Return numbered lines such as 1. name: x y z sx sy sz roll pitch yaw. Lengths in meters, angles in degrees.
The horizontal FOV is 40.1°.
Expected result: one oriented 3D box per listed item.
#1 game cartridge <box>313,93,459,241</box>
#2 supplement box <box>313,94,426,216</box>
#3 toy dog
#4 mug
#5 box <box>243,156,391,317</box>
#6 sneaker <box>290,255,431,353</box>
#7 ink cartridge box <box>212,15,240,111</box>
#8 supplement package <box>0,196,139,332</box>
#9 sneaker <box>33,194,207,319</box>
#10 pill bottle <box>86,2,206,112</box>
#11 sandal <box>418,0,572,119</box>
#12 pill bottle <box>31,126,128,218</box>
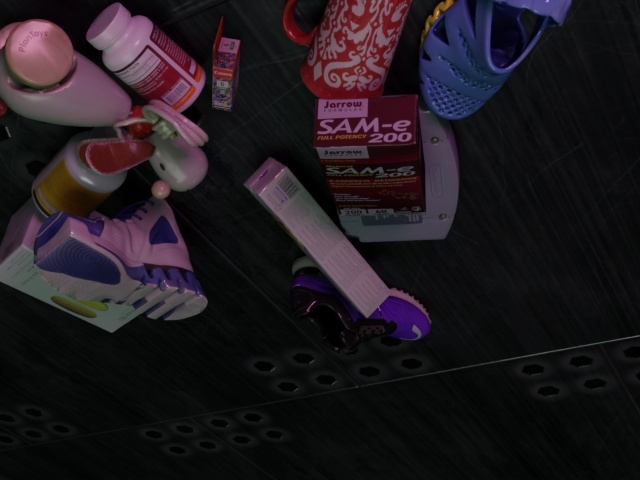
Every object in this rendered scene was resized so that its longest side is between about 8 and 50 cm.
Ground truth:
1. game cartridge: 0.111 -0.104 1.327 0.196 0.060 0.294 1 143 13
2. supplement box: 0.073 -0.106 1.172 0.130 0.073 0.239 -1 160 10
3. toy dog: -0.320 -0.150 1.166 0.333 0.161 0.220 35 173 -4
4. mug: 0.032 -0.265 1.078 0.150 0.113 0.169 11 140 -11
5. box: 0.000 0.000 1.422 0.067 0.063 0.324 -46 124 -6
6. sneaker: 0.067 0.149 1.588 0.293 0.146 0.102 24 139 -20
7. ink cartridge box: -0.126 -0.236 1.178 0.029 0.063 0.115 9 143 -1
8. supplement package: -0.418 0.036 1.526 0.244 0.134 0.139 30 138 -28
9. sneaker: -0.322 0.005 1.414 0.127 0.182 0.315 -31 145 24
10. pill bottle: -0.232 -0.242 1.169 0.086 0.086 0.152 -22 134 32
11. sandal: 0.205 -0.249 1.052 0.126 0.138 0.317 12 145 -10
12. pill bottle: -0.363 -0.105 1.355 0.103 0.103 0.184 30 138 -28
